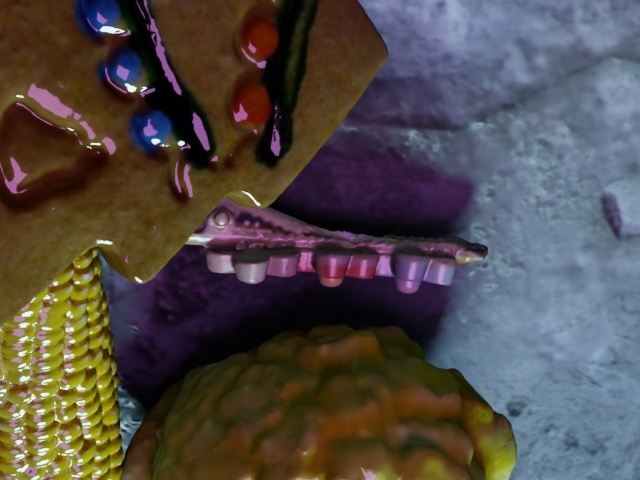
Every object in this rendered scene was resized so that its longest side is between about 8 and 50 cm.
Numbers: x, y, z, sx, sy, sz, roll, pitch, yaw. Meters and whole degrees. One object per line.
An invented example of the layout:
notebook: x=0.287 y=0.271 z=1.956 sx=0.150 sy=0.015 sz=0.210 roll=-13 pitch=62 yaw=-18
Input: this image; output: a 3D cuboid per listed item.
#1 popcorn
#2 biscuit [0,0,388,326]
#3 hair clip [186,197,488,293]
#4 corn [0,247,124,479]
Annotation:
popcorn: x=-0.020 y=0.177 z=0.729 sx=0.225 sy=0.173 sz=0.286 roll=27 pitch=124 yaw=-11
biscuit: x=-0.098 y=-0.098 z=0.540 sx=0.302 sy=0.043 sz=0.278 roll=-8 pitch=99 yaw=-26
hair clip: x=-0.002 y=0.007 z=0.680 sx=0.214 sy=0.062 sz=0.056 roll=13 pitch=96 yaw=-16
corn: x=-0.171 y=0.043 z=0.641 sx=0.106 sy=0.106 sz=0.305 roll=-5 pitch=120 yaw=-11
